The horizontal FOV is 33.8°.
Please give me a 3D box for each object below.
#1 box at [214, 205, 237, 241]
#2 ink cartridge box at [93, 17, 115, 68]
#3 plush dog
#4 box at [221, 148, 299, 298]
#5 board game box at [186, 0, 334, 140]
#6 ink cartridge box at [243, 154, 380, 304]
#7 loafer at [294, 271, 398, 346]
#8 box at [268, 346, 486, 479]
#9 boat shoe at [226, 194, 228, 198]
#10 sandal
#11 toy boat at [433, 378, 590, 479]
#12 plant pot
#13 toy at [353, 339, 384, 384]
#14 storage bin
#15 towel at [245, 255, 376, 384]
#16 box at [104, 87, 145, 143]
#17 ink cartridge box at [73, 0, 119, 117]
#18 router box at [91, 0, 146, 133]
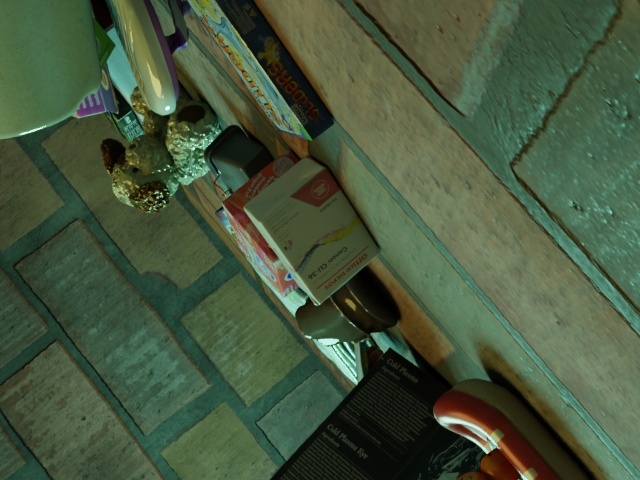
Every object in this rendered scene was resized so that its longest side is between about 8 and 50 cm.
[{"bbox_3d":[-0.111,-0.017,2.048,0.159,0.044,0.233,53,160,-9],"label":"box"},{"bbox_3d":[-0.361,-0.387,1.552,0.255,0.097,0.189,54,-165,-23],"label":"ink cartridge box"},{"bbox_3d":[-0.294,-0.153,1.976,0.262,0.225,0.211,42,168,49],"label":"plush dog"},{"bbox_3d":[-0.051,-0.018,1.583,0.123,0.128,0.257,50,171,12],"label":"box"},{"bbox_3d":[-0.072,-0.207,1.180,0.201,0.035,0.136,54,172,-19],"label":"board game box"},{"bbox_3d":[0.000,0.000,1.420,0.198,0.115,0.067,55,171,-32],"label":"ink cartridge box"},{"bbox_3d":[0.032,0.130,1.766,0.134,0.130,0.366,50,172,5],"label":"loafer"},{"bbox_3d":[0.124,0.417,1.822,0.179,0.312,0.343,32,162,37],"label":"box"},{"bbox_3d":[-0.138,-0.038,2.199,0.066,0.066,0.183,41,167,46],"label":"boat shoe"},{"bbox_3d":[-0.224,-0.314,1.368,0.416,0.102,0.169,-119,13,-48],"label":"sandal"},{"bbox_3d":[0.224,0.292,1.343,0.231,0.151,0.151,49,171,18],"label":"toy boat"},{"bbox_3d":[-0.421,-0.311,1.331,0.334,0.333,0.306,43,152,46],"label":"plant pot"},{"bbox_3d":[0.090,0.229,1.937,0.237,0.056,0.137,-101,6,-54],"label":"toy"},{"bbox_3d":[-0.116,-0.106,1.711,0.091,0.098,0.135,27,156,47],"label":"storage bin"},{"bbox_3d":[-0.001,0.164,2.266,0.321,0.090,0.374,57,171,-29],"label":"towel"},{"bbox_3d":[-0.459,-0.300,2.301,0.184,0.045,0.191,47,170,14],"label":"box"},{"bbox_3d":[-0.523,-0.413,2.107,0.330,0.071,0.324,21,127,60],"label":"ink cartridge box"},{"bbox_3d":[-0.426,-0.364,2.287,0.301,0.082,0.335,42,168,50],"label":"router box"}]
